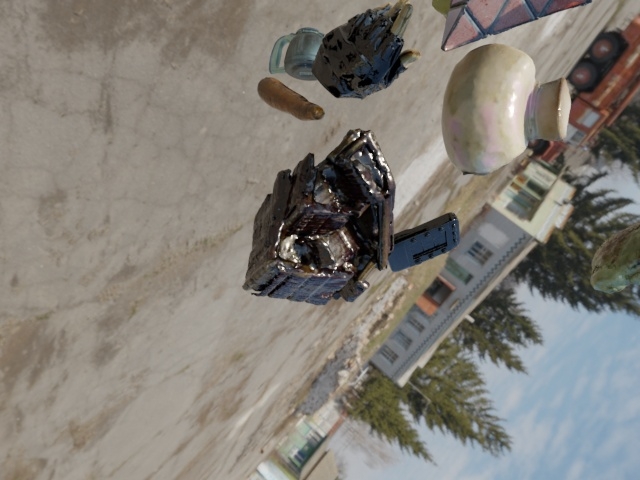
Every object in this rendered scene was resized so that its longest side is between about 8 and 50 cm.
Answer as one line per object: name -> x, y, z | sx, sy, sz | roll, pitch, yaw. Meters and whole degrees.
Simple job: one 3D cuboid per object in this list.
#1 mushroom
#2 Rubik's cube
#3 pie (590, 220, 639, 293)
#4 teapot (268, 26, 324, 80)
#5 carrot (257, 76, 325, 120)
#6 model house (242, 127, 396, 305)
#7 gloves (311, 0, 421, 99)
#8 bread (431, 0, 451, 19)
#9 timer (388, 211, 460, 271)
mushroom -> 0.297, -0.229, 0.838 | 0.162, 0.236, 0.173 | -55, 128, -25
Rubik's cube -> 0.237, -0.406, 0.620 | 0.211, 0.178, 0.190 | -16, 148, 0
pie -> 0.623, -0.001, 0.863 | 0.257, 0.105, 0.274 | -38, 171, -31
teapot -> -0.041, -0.450, 1.144 | 0.111, 0.149, 0.108 | 10, 82, -38
carrot -> -0.064, -0.292, 0.994 | 0.059, 0.248, 0.059 | -21, 130, -27
model house -> 0.000, 0.000, 0.920 | 0.282, 0.297, 0.317 | -35, 178, -36
gloves -> 0.090, -0.346, 0.846 | 0.203, 0.164, 0.124 | -42, -159, 60
bread -> 0.300, -0.506, 0.927 | 0.086, 0.125, 0.156 | -2, 129, -42
timer -> 0.246, 0.003, 1.153 | 0.187, 0.055, 0.144 | -23, 147, 5
